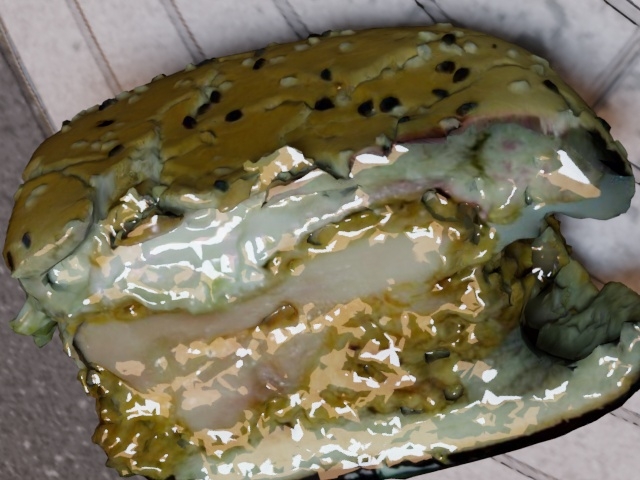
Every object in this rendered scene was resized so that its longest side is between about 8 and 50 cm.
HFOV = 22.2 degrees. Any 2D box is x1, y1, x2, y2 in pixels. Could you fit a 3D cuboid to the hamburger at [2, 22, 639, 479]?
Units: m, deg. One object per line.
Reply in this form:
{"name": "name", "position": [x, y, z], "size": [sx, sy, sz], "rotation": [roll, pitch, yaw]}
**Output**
{"name": "hamburger", "position": [0.000, 0.000, 0.744], "size": [0.288, 0.192, 0.167], "rotation": [-15, 122, 6]}
